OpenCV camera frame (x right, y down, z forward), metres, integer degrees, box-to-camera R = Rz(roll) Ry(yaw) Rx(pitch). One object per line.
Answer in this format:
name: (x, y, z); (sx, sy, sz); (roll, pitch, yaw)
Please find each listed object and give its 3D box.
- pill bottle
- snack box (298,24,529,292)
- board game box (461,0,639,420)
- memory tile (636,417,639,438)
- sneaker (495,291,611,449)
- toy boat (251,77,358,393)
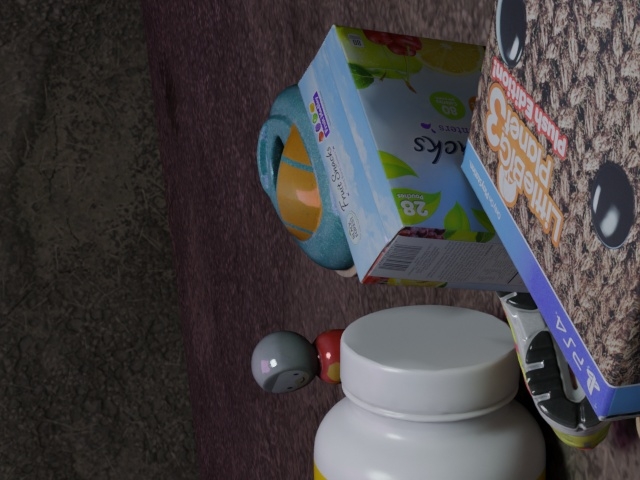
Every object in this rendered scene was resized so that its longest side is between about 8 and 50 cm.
pill bottle: (0.088, 0.232, 1.332); (0.188, 0.188, 0.334); (-134, 41, -66)
snack box: (0.106, -0.052, 1.109); (0.070, 0.207, 0.174); (-56, 40, 44)
board game box: (0.200, -0.090, 0.891); (0.232, 0.141, 0.291); (-113, 23, -46)
memory tile: (0.223, 0.062, 1.068); (0.148, 0.012, 0.113); (103, 163, -57)
sneaker: (0.170, 0.060, 1.185); (0.094, 0.081, 0.208); (65, -162, -55)
toy boat: (0.000, 0.000, 1.627); (0.267, 0.148, 0.318); (-139, 45, -67)
